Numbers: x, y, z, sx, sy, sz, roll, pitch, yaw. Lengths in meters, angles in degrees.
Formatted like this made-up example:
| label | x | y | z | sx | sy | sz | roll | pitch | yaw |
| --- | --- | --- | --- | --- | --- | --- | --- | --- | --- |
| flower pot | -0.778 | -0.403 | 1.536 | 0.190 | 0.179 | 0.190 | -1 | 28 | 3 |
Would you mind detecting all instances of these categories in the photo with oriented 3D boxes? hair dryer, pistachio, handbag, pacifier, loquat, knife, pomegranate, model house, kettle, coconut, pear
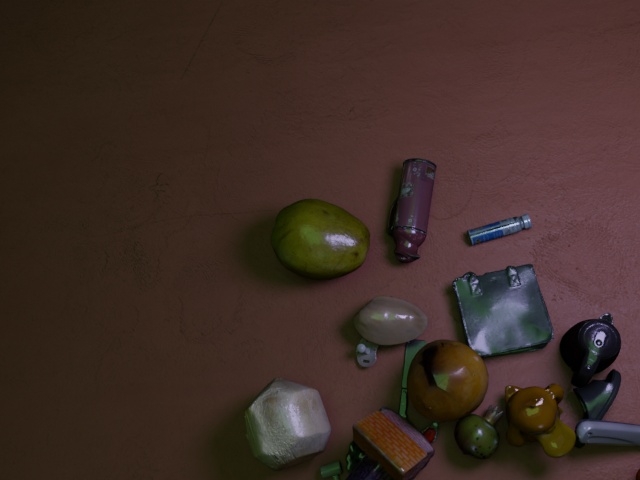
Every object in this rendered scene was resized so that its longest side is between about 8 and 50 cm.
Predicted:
| label | x | y | z | sx | sy | sz | roll | pitch | yaw |
| --- | --- | --- | --- | --- | --- | --- | --- | --- | --- |
| hair dryer | 0.045 | 0.720 | 1.885 | 0.063 | 0.038 | 0.124 | -20 | 77 | 9 |
| pistachio | 0.211 | 0.242 | 1.942 | 0.223 | 0.126 | 0.152 | -2 | 77 | 2 |
| handbag | 0.538 | 0.207 | 1.897 | 0.248 | 0.079 | 0.260 | -13 | 70 | 10 |
| pacifier | 0.133 | 0.335 | 1.958 | 0.082 | 0.078 | 0.099 | 0 | 73 | 35 |
| loquat | 0.356 | 0.394 | 1.804 | 0.235 | 0.235 | 0.235 | -4 | 72 | 13 |
| knife | 0.801 | 0.519 | 1.699 | 0.266 | 0.040 | 0.073 | 6 | 109 | -11 |
| pomegranate | 0.443 | 0.531 | 1.796 | 0.129 | 0.129 | 0.159 | 10 | 65 | 17 |
| model house | 0.154 | 0.601 | 1.768 | 0.237 | 0.237 | 0.202 | -48 | 64 | 5 |
| kettle | 0.727 | 0.301 | 1.737 | 0.144 | 0.232 | 0.202 | 29 | 82 | 21 |
| coconut | -0.106 | 0.529 | 1.875 | 0.245 | 0.245 | 0.247 | -25 | 68 | 5 |
| knife | 0.280 | 0.419 | 1.926 | 0.072 | 0.019 | 0.245 | 6 | 73 | 14 |
| pear | 0.000 | 0.000 | 2.005 | 0.307 | 0.253 | 0.252 | 9 | 75 | 3 |

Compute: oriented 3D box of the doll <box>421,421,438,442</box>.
| label | x | y | z | sx | sy | sz | roll | pitch | yaw |
| --- | --- | --- | --- | --- | --- | --- | --- | --- | --- |
| doll | 0.316 | 0.570 | 1.860 | 0.057 | 0.039 | 0.114 | 33 | 91 | 42 |

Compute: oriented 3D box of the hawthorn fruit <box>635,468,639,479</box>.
| label | x | y | z | sx | sy | sz | roll | pitch | yaw |
| --- | --- | --- | --- | --- | --- | --- | --- | --- | --- |
| hawthorn fruit | 0.937 | 0.648 | 1.603 | 0.207 | 0.207 | 0.243 | -40 | 76 | -1 |

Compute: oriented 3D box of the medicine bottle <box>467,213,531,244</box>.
| label | x | y | z | sx | sy | sz | roll | pitch | yaw |
| --- | --- | --- | --- | --- | --- | --- | --- | --- | --- |
| medicine bottle | 0.554 | -0.034 | 1.982 | 0.191 | 0.051 | 0.051 | -16 | 70 | 8 |

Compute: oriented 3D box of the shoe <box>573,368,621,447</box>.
| label | x | y | z | sx | sy | sz | roll | pitch | yaw |
| --- | --- | --- | --- | --- | --- | --- | --- | --- | --- |
| shoe | 0.734 | 0.448 | 1.759 | 0.093 | 0.108 | 0.241 | 30 | 86 | 17 |

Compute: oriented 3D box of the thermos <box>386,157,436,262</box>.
| label | x | y | z | sx | sy | sz | roll | pitch | yaw |
| --- | --- | --- | --- | --- | --- | --- | --- | --- | --- |
| thermos | 0.279 | -0.090 | 2.035 | 0.136 | 0.109 | 0.330 | 7 | 75 | 15 |

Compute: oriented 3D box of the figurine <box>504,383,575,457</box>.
| label | x | y | z | sx | sy | sz | roll | pitch | yaw |
| --- | --- | --- | --- | --- | --- | --- | --- | --- | --- |
| figurine | 0.576 | 0.473 | 1.724 | 0.215 | 0.228 | 0.215 | 0 | 91 | -3 |
